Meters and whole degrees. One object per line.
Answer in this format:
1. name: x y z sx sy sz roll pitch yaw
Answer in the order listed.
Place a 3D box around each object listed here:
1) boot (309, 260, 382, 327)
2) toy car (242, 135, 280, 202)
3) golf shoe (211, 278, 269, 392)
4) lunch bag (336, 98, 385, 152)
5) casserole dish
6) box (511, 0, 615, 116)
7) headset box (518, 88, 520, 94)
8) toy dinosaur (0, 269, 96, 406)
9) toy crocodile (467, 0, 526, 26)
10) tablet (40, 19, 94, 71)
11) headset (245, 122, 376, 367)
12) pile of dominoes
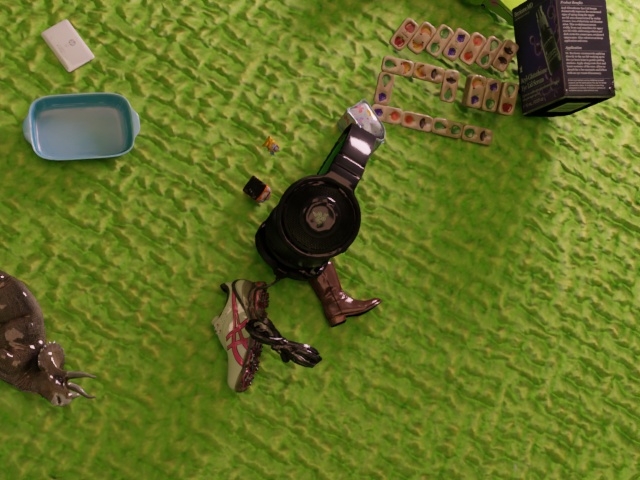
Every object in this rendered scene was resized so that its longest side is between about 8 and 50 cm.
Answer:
1. boot: 0.038 0.077 1.898 0.106 0.037 0.114 -21 77 -21
2. toy car: -0.086 -0.115 1.905 0.040 0.060 0.122 36 73 -37
3. golf shoe: -0.135 0.154 1.820 0.086 0.067 0.186 4 71 10
4. lunch bag: 0.073 -0.193 1.957 0.053 0.071 0.083 -35 87 -22
5. casserole dish: -0.394 -0.183 1.850 0.188 0.037 0.114 -5 77 -15
6. box: 0.432 -0.338 2.003 0.108 0.153 0.207 -3 84 -20
7. headset box: 0.420 -0.283 2.095 0.083 0.032 0.062 -39 88 -19
8. toy dinosaur: -0.483 0.136 1.716 0.160 0.121 0.313 -21 77 -31
9. toy crocodile: 0.255 -0.529 2.089 0.340 0.105 0.115 39 69 -7
10. tablet: -0.427 -0.329 1.895 0.054 0.006 0.083 -35 87 -21
11. headset: 0.000 0.000 1.789 0.185 0.243 0.394 31 67 -5
12. pile of dominoes: 0.229 -0.286 2.006 0.251 0.040 0.196 11 94 -12
